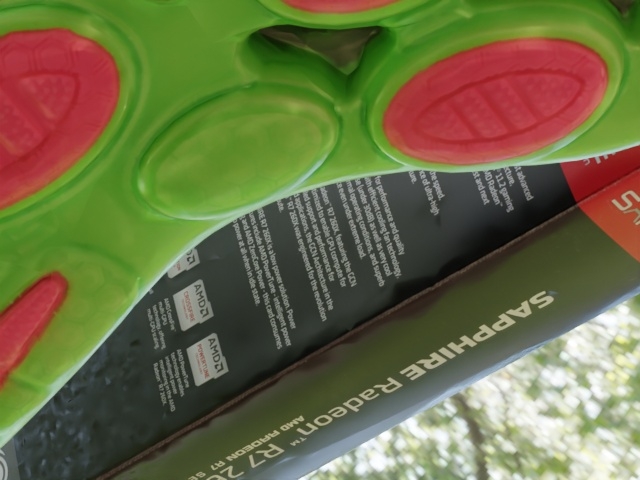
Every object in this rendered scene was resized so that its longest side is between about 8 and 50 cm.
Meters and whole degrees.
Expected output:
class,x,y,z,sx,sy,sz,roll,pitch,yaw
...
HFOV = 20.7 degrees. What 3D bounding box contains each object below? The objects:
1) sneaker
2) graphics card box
class,x,y,z,sx,sy,sz,roll,pitch,yaw
sneaker,-0.033,-0.088,0.555,0.483,0.202,0.185,-26,-59,12
graphics card box,-0.018,-0.018,0.814,0.371,0.233,0.094,-31,-37,20
